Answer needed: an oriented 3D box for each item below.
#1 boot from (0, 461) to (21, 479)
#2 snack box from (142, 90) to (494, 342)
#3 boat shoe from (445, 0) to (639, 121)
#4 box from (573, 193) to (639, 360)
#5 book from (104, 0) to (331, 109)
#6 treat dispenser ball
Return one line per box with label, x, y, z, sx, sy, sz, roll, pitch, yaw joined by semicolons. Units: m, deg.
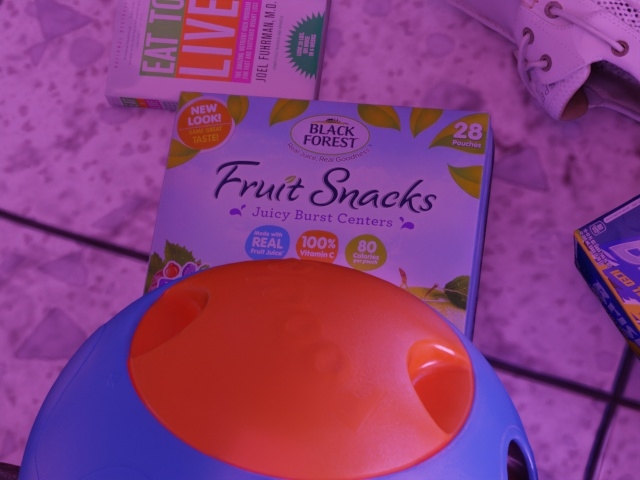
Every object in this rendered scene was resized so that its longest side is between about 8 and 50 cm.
boot;-0.242;0.237;1.210;0.263;0.091;0.229;6;63;6
snack box;0.000;0.000;1.273;0.207;0.070;0.174;6;69;9
boat shoe;0.169;-0.125;1.286;0.277;0.098;0.096;26;79;20
box;0.223;0.056;1.228;0.059;0.054;0.169;-29;66;-5
book;-0.069;-0.133;1.361;0.144;0.035;0.096;4;72;8
treat dispenser ball;-0.023;0.153;1.095;0.288;0.288;0.288;-3;67;7
